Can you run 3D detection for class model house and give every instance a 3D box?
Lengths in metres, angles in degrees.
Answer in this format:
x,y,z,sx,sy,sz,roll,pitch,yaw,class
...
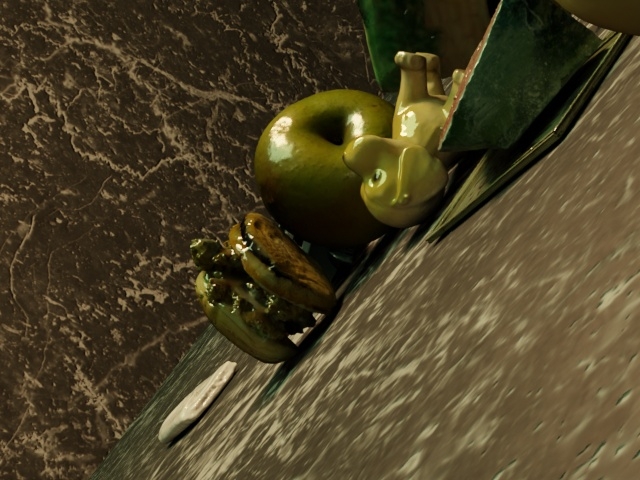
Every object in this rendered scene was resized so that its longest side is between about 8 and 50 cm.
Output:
x,y,z,sx,sy,sz,roll,pitch,yaw,class
0.186,-0.366,1.757,0.280,0.312,0.245,-11,9,10,model house

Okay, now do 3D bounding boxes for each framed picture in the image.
x,y,z,sx,sy,sz,roll,pitch,yaw,class
0.184,-0.096,1.232,0.173,0.010,0.231,-52,5,-33,framed picture

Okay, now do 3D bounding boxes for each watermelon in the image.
x,y,z,sx,sy,sz,roll,pitch,yaw,class
0.161,-0.135,1.286,0.154,0.094,0.241,-59,2,2,watermelon

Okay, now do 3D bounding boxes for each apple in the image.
x,y,z,sx,sy,sz,roll,pitch,yaw,class
0.023,-0.080,1.627,0.196,0.196,0.157,-52,-23,-28,apple

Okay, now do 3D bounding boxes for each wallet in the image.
x,y,z,sx,sy,sz,roll,pitch,yaw,class
-0.189,0.245,2.115,0.124,0.032,0.183,-49,2,-28,wallet

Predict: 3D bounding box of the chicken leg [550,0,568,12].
x,y,z,sx,sy,sz,roll,pitch,yaw,class
0.335,-0.403,1.475,0.152,0.201,0.429,-22,16,43,chicken leg

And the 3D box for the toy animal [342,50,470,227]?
x,y,z,sx,sy,sz,roll,pitch,yaw,class
0.111,-0.116,1.479,0.233,0.121,0.169,-41,-34,-61,toy animal

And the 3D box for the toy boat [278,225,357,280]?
x,y,z,sx,sy,sz,roll,pitch,yaw,class
0.000,0.000,1.809,0.246,0.103,0.093,-43,-31,-83,toy boat

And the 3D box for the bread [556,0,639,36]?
x,y,z,sx,sy,sz,roll,pitch,yaw,class
0.252,-0.317,0.823,0.348,0.253,0.376,-52,0,43,bread

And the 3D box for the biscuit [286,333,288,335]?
x,y,z,sx,sy,sz,roll,pitch,yaw,class
-0.036,0.102,1.829,0.089,0.016,0.046,-50,2,-5,biscuit

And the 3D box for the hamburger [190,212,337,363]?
x,y,z,sx,sy,sz,roll,pitch,yaw,class
-0.076,0.058,1.576,0.131,0.185,0.159,-46,20,11,hamburger
